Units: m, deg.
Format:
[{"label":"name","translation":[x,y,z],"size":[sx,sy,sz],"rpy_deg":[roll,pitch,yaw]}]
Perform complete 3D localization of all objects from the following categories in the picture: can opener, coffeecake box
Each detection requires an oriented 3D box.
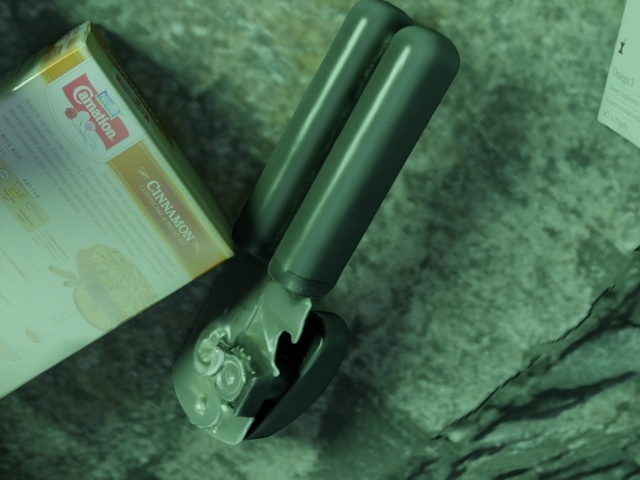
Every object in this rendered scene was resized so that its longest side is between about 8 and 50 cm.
[{"label":"can opener","translation":[0.000,0.000,0.610],"size":[0.095,0.076,0.283],"rpy_deg":[11,114,-49]},{"label":"coffeecake box","translation":[-0.164,-0.009,0.563],"size":[0.185,0.068,0.142],"rpy_deg":[-31,115,4]}]

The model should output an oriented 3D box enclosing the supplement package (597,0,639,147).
[{"label":"supplement package","translation":[0.241,-0.132,0.564],"size":[0.105,0.105,0.179],"rpy_deg":[4,112,-12]}]
